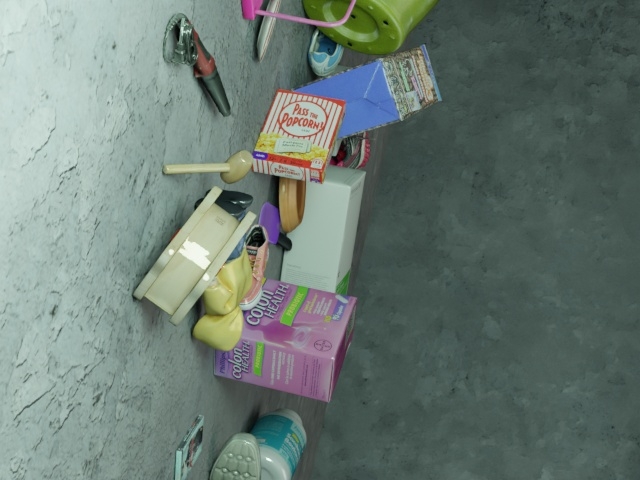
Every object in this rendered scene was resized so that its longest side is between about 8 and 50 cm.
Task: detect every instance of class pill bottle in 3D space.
[{"bbox_3d":[-0.119,0.519,2.175,0.264,0.146,0.146,-57,156,-66],"label":"pill bottle"}]

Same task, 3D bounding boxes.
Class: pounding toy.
[{"bbox_3d":[-0.200,-0.017,1.304,0.154,0.155,0.269,-45,-170,50],"label":"pounding toy"}]

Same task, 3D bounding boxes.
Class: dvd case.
[{"bbox_3d":[-0.249,0.400,1.670,0.119,0.013,0.087,-56,156,-64],"label":"dvd case"}]

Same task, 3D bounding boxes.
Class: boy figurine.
[{"bbox_3d":[-0.167,0.056,1.517,0.177,0.092,0.285,-62,162,-61],"label":"boy figurine"}]

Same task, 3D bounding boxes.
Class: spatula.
[{"bbox_3d":[-0.098,-0.017,2.014,0.296,0.030,0.084,58,39,-77],"label":"spatula"}]

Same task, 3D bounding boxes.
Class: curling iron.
[{"bbox_3d":[-0.175,-0.244,1.282,0.274,0.035,0.068,63,43,-74],"label":"curling iron"}]

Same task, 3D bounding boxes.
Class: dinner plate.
[{"bbox_3d":[-0.093,-0.389,1.579,0.141,0.017,0.141,-162,-90,-88],"label":"dinner plate"}]

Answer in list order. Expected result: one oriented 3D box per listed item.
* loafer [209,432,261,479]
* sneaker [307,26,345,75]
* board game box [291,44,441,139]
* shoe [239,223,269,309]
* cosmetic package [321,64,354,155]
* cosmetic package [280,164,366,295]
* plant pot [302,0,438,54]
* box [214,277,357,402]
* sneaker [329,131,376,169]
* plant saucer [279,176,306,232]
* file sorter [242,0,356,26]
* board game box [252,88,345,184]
[{"bbox_3d":[-0.187,0.537,1.940,0.111,0.112,0.319,-73,178,-59],"label":"loafer"},{"bbox_3d":[0.029,-0.493,2.041,0.086,0.085,0.237,92,11,-65],"label":"sneaker"},{"bbox_3d":[0.112,-0.333,2.014,0.291,0.232,0.141,-35,109,-61],"label":"board game box"},{"bbox_3d":[-0.141,0.050,1.758,0.081,0.064,0.178,90,9,-45],"label":"shoe"},{"bbox_3d":[0.028,-0.334,2.233,0.117,0.086,0.231,91,12,-46],"label":"cosmetic package"},{"bbox_3d":[0.000,0.000,2.247,0.197,0.155,0.365,-48,150,-67],"label":"cosmetic package"},{"bbox_3d":[0.139,-0.605,1.894,0.366,0.367,0.353,76,38,-69],"label":"plant pot"},{"bbox_3d":[-0.067,0.194,1.798,0.213,0.243,0.117,-63,162,-56],"label":"box"},{"bbox_3d":[0.082,-0.335,2.477,0.112,0.121,0.299,-21,119,-42],"label":"sneaker"},{"bbox_3d":[-0.061,-0.116,2.007,0.200,0.037,0.200,2,90,-82],"label":"plant saucer"},{"bbox_3d":[-0.021,-0.520,1.411,0.290,0.182,0.202,89,16,-53],"label":"file sorter"},{"bbox_3d":[-0.042,-0.211,1.768,0.045,0.147,0.193,88,16,-55],"label":"board game box"}]
